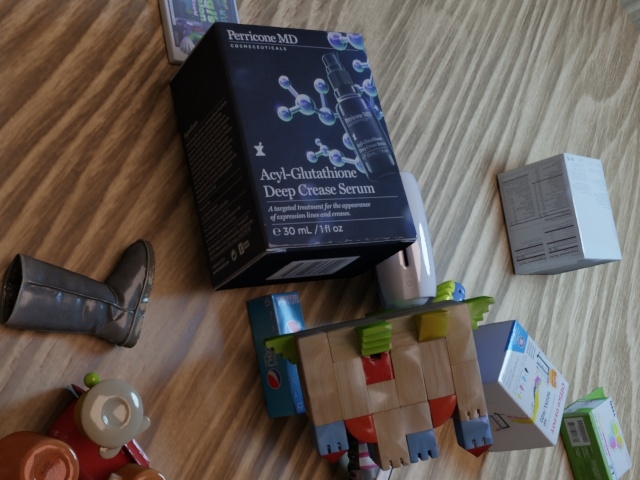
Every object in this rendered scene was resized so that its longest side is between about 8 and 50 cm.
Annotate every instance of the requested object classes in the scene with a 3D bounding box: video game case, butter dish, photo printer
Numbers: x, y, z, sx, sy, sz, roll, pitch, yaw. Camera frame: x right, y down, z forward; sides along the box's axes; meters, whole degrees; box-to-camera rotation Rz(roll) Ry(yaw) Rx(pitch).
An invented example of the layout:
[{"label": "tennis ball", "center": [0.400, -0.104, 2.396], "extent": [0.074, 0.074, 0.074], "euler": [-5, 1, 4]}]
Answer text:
[{"label": "video game case", "center": [-0.219, -0.410, 1.615], "extent": [0.173, 0.022, 0.190], "euler": [-3, 79, -46]}, {"label": "butter dish", "center": [-0.323, 0.293, 1.208], "extent": [0.118, 0.160, 0.160], "euler": [-37, 104, -21]}, {"label": "photo printer", "center": [0.150, 0.011, 1.672], "extent": [0.307, 0.107, 0.256], "euler": [69, 11, -79]}]

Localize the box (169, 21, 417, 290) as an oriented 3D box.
[{"label": "box", "center": [-0.052, -0.139, 1.489], "extent": [0.294, 0.212, 0.395], "euler": [-5, 73, -33]}]

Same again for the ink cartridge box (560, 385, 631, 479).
[{"label": "ink cartridge box", "center": [0.721, 0.486, 2.222], "extent": [0.255, 0.097, 0.188], "euler": [-16, 89, -46]}]

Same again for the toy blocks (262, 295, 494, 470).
[{"label": "toy blocks", "center": [0.118, 0.256, 1.462], "extent": [0.382, 0.191, 0.260], "euler": [-11, 92, -10]}]

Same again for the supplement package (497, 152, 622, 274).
[{"label": "supplement package", "center": [0.598, -0.060, 2.201], "extent": [0.199, 0.198, 0.262], "euler": [2, 75, -46]}]

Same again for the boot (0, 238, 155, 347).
[{"label": "boot", "center": [-0.355, 0.059, 1.298], "extent": [0.208, 0.076, 0.189], "euler": [21, 60, -32]}]

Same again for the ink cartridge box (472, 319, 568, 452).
[{"label": "ink cartridge box", "center": [0.395, 0.317, 1.893], "extent": [0.232, 0.168, 0.171], "euler": [48, 48, -25]}]

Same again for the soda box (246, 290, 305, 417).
[{"label": "soda box", "center": [-0.065, 0.199, 1.535], "extent": [0.067, 0.071, 0.210], "euler": [-3, 79, -46]}]

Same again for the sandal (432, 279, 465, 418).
[{"label": "sandal", "center": [0.247, 0.234, 1.791], "extent": [0.138, 0.126, 0.317], "euler": [24, 68, -18]}]

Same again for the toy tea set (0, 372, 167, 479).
[{"label": "toy tea set", "center": [-0.285, 0.347, 1.111], "extent": [0.200, 0.124, 0.336], "euler": [-28, 99, -42]}]

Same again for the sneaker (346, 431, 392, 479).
[{"label": "sneaker", "center": [0.054, 0.350, 1.574], "extent": [0.178, 0.124, 0.295], "euler": [26, 83, -7]}]
